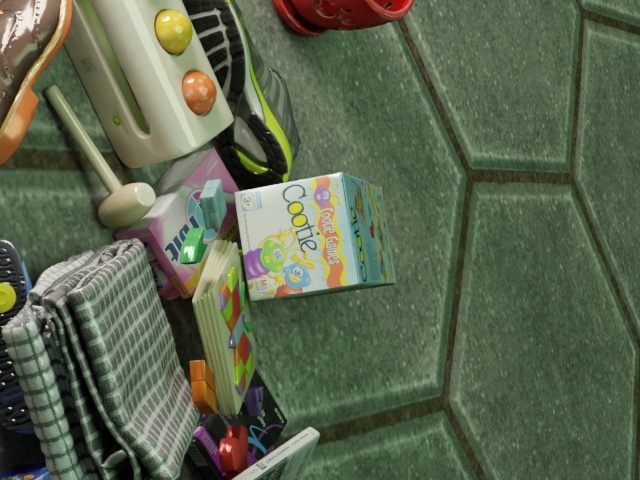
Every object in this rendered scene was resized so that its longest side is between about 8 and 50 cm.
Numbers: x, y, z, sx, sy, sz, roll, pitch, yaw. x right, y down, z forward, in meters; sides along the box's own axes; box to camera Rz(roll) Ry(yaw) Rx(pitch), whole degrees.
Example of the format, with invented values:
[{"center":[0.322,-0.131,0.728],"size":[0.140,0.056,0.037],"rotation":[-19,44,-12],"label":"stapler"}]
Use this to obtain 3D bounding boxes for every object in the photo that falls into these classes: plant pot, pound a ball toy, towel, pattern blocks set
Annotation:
[{"center":[0.023,-0.398,1.844],"size":[0.191,0.174,0.191],"rotation":[21,64,-52],"label":"plant pot"},{"center":[-0.220,-0.201,1.477],"size":[0.208,0.136,0.319],"rotation":[-45,117,-51],"label":"pound a ball toy"},{"center":[-0.218,0.134,1.313],"size":[0.283,0.121,0.235],"rotation":[-82,157,-78],"label":"towel"},{"center":[-0.109,0.107,1.491],"size":[0.285,0.026,0.324],"rotation":[-81,163,-50],"label":"pattern blocks set"}]

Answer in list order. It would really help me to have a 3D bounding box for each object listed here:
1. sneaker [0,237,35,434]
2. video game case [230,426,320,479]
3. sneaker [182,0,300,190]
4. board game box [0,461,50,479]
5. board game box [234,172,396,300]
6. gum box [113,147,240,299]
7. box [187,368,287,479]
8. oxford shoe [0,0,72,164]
[{"center":[-0.323,0.103,1.321],"size":[0.082,0.069,0.209],"rotation":[49,27,-80],"label":"sneaker"},{"center":[-0.082,0.333,1.526],"size":[0.173,0.022,0.190],"rotation":[-25,142,-55],"label":"video game case"},{"center":[-0.110,-0.216,1.686],"size":[0.121,0.111,0.299],"rotation":[-58,133,-58],"label":"sneaker"},{"center":[-0.347,0.390,1.182],"size":[0.347,0.078,0.233],"rotation":[-30,106,-54],"label":"board game box"},{"center":[0.000,0.000,1.652],"size":[0.275,0.142,0.144],"rotation":[9,72,-77],"label":"board game box"},{"center":[-0.170,-0.018,1.560],"size":[0.107,0.062,0.188],"rotation":[61,38,-24],"label":"gum box"},{"center":[-0.108,0.246,1.606],"size":[0.116,0.029,0.162],"rotation":[61,37,-24],"label":"box"},{"center":[-0.343,-0.217,1.345],"size":[0.098,0.097,0.271],"rotation":[34,54,-39],"label":"oxford shoe"}]
